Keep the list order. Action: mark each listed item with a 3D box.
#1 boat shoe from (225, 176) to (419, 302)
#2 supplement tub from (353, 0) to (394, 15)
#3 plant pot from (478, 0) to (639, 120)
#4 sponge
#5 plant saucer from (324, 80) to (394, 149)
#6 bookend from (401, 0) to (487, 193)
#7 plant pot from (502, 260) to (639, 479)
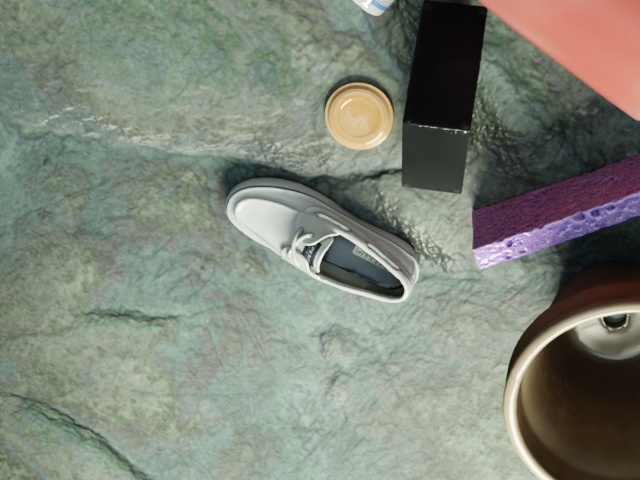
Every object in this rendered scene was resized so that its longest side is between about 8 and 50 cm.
[{"bbox_3d":[0.000,0.000,1.211,0.258,0.084,0.095,20,115,2],"label":"boat shoe"},{"bbox_3d":[0.075,-0.305,1.076,0.071,0.071,0.107,44,113,-9],"label":"supplement tub"},{"bbox_3d":[0.272,-0.290,0.951,0.243,0.275,0.275,31,115,9],"label":"plant pot"},{"bbox_3d":[0.273,-0.034,1.126,0.210,0.117,0.031,-19,109,17],"label":"sponge"},{"bbox_3d":[0.046,-0.148,1.179,0.084,0.013,0.083,4,113,10],"label":"plant saucer"},{"bbox_3d":[0.138,-0.157,1.114,0.072,0.156,0.157,8,158,8],"label":"bookend"},{"bbox_3d":[0.342,0.137,1.123,0.263,0.229,0.263,4,113,9],"label":"plant pot"}]
